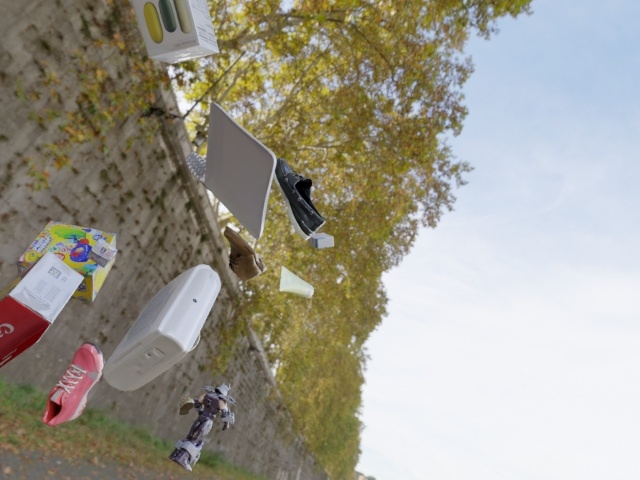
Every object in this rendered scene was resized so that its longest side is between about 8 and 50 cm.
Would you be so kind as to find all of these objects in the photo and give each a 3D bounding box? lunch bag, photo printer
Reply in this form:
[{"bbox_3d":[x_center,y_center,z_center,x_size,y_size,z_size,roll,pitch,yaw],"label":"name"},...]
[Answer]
[{"bbox_3d":[-0.748,0.042,1.401,0.071,0.053,0.083,39,-68,-14],"label":"lunch bag"},{"bbox_3d":[-0.392,0.205,1.051,0.256,0.307,0.107,-36,-69,21],"label":"photo printer"}]

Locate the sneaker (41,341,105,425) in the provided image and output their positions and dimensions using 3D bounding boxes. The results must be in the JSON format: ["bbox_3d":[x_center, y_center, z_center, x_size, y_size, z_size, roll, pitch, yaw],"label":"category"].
[{"bbox_3d":[-0.874,0.515,1.439,0.116,0.313,0.136,23,3,9],"label":"sneaker"}]

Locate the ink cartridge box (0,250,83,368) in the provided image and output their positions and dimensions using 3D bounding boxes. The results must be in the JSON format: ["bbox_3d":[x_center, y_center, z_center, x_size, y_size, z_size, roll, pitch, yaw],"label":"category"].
[{"bbox_3d":[-0.850,0.216,1.107,0.310,0.271,0.130,-33,-61,14],"label":"ink cartridge box"}]

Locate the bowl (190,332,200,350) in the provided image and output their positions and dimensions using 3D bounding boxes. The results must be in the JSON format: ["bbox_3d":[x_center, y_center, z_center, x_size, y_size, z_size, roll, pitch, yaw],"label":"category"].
[{"bbox_3d":[-0.532,0.356,1.480,0.170,0.170,0.080,30,-55,-4],"label":"bowl"}]

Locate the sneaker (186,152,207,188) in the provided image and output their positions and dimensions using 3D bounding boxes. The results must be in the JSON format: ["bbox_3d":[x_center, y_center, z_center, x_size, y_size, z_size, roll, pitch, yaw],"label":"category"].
[{"bbox_3d":[-0.653,-0.358,2.279,0.281,0.105,0.115,56,-18,-15],"label":"sneaker"}]

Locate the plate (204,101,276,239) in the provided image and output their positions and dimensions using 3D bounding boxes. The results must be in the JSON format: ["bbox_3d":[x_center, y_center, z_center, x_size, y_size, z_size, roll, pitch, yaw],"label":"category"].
[{"bbox_3d":[-0.213,-0.184,1.088,0.277,0.045,0.277,44,-42,26],"label":"plate"}]

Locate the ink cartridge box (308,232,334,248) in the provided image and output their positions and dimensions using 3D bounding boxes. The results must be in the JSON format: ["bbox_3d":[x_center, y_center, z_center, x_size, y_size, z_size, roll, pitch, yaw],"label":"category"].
[{"bbox_3d":[0.000,0.000,2.032,0.122,0.089,0.052,21,-62,63],"label":"ink cartridge box"}]

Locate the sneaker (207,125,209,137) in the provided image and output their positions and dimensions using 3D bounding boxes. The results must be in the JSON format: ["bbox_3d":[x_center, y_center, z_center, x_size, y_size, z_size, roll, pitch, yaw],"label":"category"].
[{"bbox_3d":[-0.283,-0.294,1.326,0.087,0.221,0.128,-22,-14,21],"label":"sneaker"}]

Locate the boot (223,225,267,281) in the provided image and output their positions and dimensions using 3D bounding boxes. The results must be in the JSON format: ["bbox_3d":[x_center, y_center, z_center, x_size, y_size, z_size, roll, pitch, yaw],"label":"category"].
[{"bbox_3d":[-0.310,0.063,1.571,0.112,0.115,0.305,42,-15,35],"label":"boot"}]

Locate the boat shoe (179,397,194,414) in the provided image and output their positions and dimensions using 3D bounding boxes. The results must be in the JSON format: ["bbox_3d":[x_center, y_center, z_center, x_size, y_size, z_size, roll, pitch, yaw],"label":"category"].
[{"bbox_3d":[-0.515,0.625,1.554,0.050,0.045,0.135,7,-40,-30],"label":"boat shoe"}]

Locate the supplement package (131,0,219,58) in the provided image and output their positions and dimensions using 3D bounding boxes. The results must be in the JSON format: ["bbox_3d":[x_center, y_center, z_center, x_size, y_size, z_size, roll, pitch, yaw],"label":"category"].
[{"bbox_3d":[-0.515,-0.794,1.442,0.200,0.198,0.262,-10,-74,8],"label":"supplement package"}]

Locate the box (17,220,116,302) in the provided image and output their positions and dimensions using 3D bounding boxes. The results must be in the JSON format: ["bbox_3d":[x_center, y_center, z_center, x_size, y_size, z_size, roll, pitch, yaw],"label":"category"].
[{"bbox_3d":[-1.092,0.091,1.784,0.279,0.289,0.177,12,-55,-14],"label":"box"}]

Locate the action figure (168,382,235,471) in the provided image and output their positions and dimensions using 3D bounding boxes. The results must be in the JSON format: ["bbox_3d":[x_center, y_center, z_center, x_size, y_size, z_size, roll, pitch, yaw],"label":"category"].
[{"bbox_3d":[-0.389,0.609,1.371,0.185,0.285,0.099,-2,-45,43],"label":"action figure"}]

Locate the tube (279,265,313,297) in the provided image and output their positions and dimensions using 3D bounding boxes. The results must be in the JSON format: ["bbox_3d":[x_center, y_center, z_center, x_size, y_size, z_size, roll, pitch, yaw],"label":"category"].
[{"bbox_3d":[-0.099,0.169,1.562,0.070,0.062,0.240,50,5,27],"label":"tube"}]

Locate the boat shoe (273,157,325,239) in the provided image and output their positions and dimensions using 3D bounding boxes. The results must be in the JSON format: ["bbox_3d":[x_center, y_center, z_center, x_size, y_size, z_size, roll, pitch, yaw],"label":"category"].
[{"bbox_3d":[-0.073,-0.171,1.425,0.113,0.339,0.127,-31,-31,18],"label":"boat shoe"}]
